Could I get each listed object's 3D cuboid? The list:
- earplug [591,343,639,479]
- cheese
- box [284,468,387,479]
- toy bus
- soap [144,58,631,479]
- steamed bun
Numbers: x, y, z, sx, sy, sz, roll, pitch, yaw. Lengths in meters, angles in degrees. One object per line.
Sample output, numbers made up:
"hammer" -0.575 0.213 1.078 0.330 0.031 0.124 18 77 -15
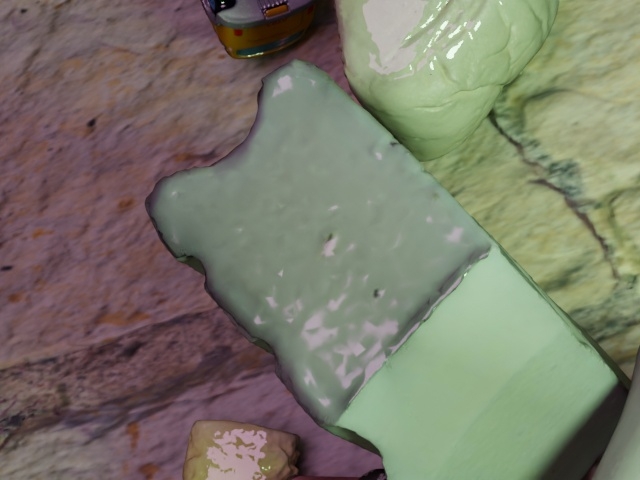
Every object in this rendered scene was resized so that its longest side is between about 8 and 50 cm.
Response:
"earplug" 0.297 0.243 1.419 0.172 0.172 0.301 19 63 27
"cheese" -0.090 0.274 1.695 0.123 0.094 0.167 5 81 28
"box" 0.020 0.297 1.613 0.135 0.151 0.151 1 79 33
"toy bus" -0.086 -0.303 1.795 0.126 0.136 0.209 -20 68 -11
"soap" 0.081 0.070 1.473 0.213 0.435 0.350 -43 61 5
"steamed bun" 0.118 -0.294 1.644 0.236 0.247 0.383 -18 66 9
